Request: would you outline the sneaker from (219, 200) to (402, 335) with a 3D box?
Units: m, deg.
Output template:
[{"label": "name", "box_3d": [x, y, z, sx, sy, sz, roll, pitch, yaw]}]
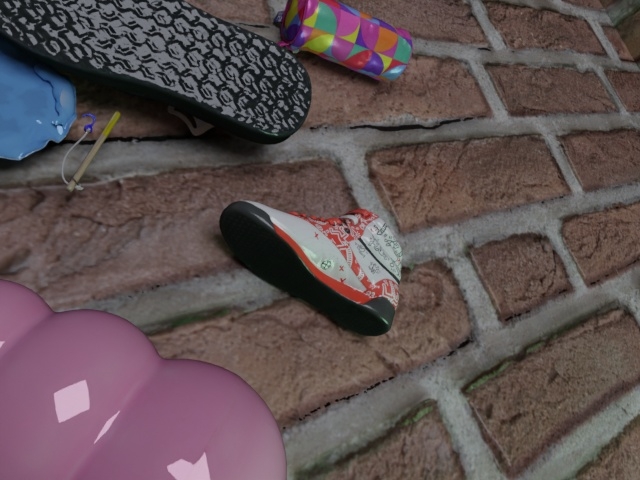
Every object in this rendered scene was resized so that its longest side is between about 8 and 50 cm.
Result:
[{"label": "sneaker", "box_3d": [0.000, 0.001, 0.761, 0.270, 0.090, 0.145, 36, 49, -20]}]

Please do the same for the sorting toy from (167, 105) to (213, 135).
[{"label": "sorting toy", "box_3d": [-0.164, -0.182, 0.779, 0.083, 0.045, 0.075, 42, 68, -10]}]

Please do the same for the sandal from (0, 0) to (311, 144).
[{"label": "sandal", "box_3d": [-0.225, -0.237, 0.706, 0.446, 0.107, 0.167, 26, 71, -23]}]

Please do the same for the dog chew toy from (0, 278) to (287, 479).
[{"label": "dog chew toy", "box_3d": [-0.193, 0.153, 0.470, 0.332, 0.206, 0.206, 36, 50, -5]}]

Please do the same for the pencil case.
[{"label": "pencil case", "box_3d": [0.041, -0.341, 0.974, 0.236, 0.104, 0.104, 7, 62, -31]}]

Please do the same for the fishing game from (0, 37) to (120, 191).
[{"label": "fishing game", "box_3d": [-0.360, -0.155, 0.616, 0.264, 0.041, 0.189, 22, 47, -19]}]
